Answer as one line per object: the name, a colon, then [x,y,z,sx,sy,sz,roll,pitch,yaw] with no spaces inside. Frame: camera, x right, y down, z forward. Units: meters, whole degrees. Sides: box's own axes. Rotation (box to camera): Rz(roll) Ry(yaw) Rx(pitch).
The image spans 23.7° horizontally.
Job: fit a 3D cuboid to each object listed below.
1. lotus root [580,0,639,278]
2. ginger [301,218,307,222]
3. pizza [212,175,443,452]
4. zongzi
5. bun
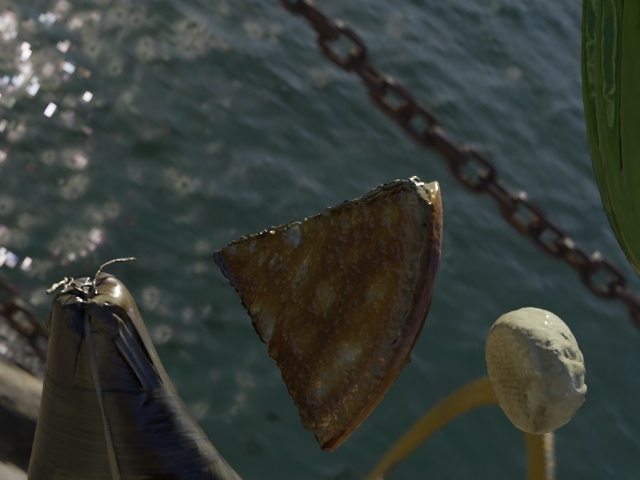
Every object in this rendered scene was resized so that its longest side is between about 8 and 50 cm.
lotus root: [0.158,-0.026,0.506,0.186,0.186,0.186,27,33,-19]
ginger: [-0.001,0.000,1.409,0.048,0.097,0.030,35,0,1]
pizza: [-0.004,0.044,1.007,0.036,0.176,0.185,26,74,-51]
zongzi: [-0.105,0.113,1.059,0.184,0.187,0.084,9,24,-4]
bun: [0.148,0.085,1.013,0.054,0.086,0.086,-11,51,-16]
